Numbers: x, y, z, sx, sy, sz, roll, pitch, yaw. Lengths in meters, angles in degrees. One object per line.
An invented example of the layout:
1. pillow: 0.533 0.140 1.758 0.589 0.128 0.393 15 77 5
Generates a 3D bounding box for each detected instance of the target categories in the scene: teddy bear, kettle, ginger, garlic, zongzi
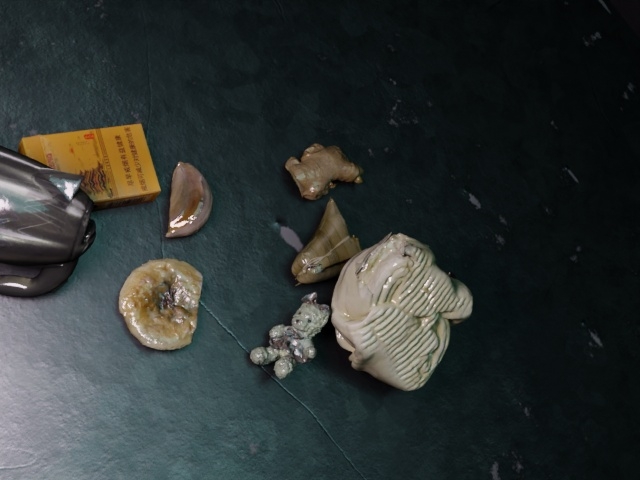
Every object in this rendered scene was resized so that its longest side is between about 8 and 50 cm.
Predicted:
1. teddy bear: -0.051 0.233 1.925 0.133 0.111 0.213 32 75 30
2. kettle: -0.619 -0.026 1.646 0.324 0.321 0.228 19 23 -15
3. ginger: 0.014 -0.188 2.128 0.213 0.074 0.137 -22 93 -27
4. garlic: -0.302 -0.095 1.933 0.101 0.087 0.196 7 72 -11
5. zongzi: 0.000 0.000 2.038 0.194 0.099 0.197 -18 83 -37

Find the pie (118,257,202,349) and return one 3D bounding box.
1. pie: -0.357 0.139 1.842 0.185 0.052 0.218 9 67 -18

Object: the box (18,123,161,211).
1. box: -0.516 -0.158 1.849 0.274 0.076 0.174 -12 77 -30

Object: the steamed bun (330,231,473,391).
1. steamed bun: 0.177 0.148 1.996 0.346 0.237 0.394 -11 113 -26
